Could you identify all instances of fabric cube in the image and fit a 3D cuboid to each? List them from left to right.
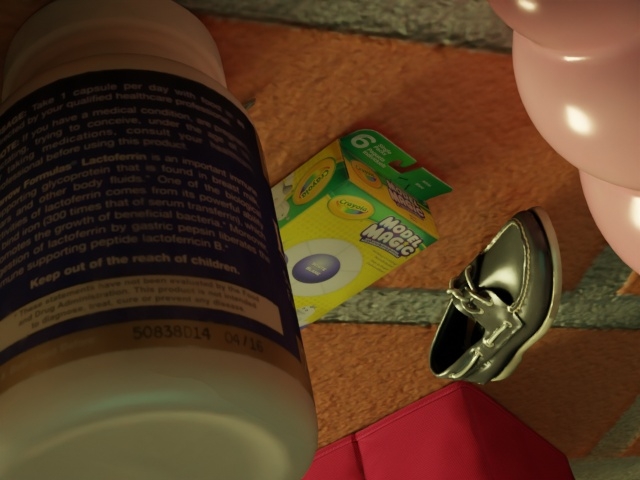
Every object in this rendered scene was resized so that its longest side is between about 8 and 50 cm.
[{"bbox_3d":[0.122,0.335,0.977,0.259,0.258,0.254,-31,139,20],"label":"fabric cube"}]

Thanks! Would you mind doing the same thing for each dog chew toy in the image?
[{"bbox_3d":[0.198,-0.100,0.536,0.207,0.206,0.332,-35,128,24],"label":"dog chew toy"}]

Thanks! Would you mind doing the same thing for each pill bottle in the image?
[{"bbox_3d":[-0.096,0.003,0.510,0.153,0.264,0.153,-8,142,-6],"label":"pill bottle"}]

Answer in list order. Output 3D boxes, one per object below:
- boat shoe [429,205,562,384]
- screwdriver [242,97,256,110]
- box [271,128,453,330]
[{"bbox_3d":[0.131,0.052,0.784,0.065,0.075,0.206,-7,145,-12],"label":"boat shoe"},{"bbox_3d":[-0.107,-0.042,0.651,0.025,0.024,0.170,43,112,-14],"label":"screwdriver"},{"bbox_3d":[0.000,0.000,0.711,0.179,0.043,0.105,-37,136,24],"label":"box"}]
